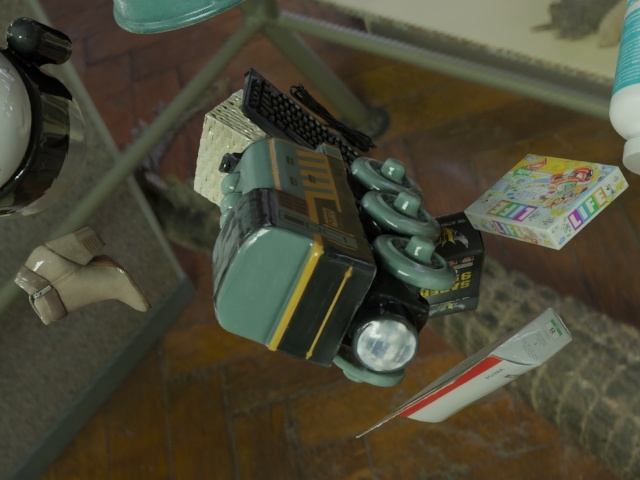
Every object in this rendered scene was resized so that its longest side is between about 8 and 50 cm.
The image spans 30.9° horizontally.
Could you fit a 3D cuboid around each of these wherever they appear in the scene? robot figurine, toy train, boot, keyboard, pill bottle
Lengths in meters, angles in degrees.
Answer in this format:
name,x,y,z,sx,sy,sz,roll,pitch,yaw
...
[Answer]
name,x,y,z,sx,sy,sz,roll,pitch,yaw
robot figurine,-0.342,-0.111,1.163,0.173,0.278,0.209,-1,88,8
toy train,0.000,0.000,1.022,0.190,0.142,0.334,22,21,-14
boot,-0.219,0.045,1.053,0.087,0.118,0.042,-42,28,-15
keyboard,0.009,-0.157,1.765,0.033,0.317,0.202,-41,27,25
pill bottle,0.459,-0.217,1.507,0.146,0.146,0.264,6,72,24

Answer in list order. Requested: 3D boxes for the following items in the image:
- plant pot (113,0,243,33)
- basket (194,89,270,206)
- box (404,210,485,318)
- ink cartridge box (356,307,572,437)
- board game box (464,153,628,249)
name,x,y,z,sx,sy,sz,roll,pitch,yaw
plant pot,-0.242,-0.556,1.787,0.341,0.334,0.341,-18,35,13
basket,-0.131,-0.139,1.873,0.113,0.167,0.103,31,39,21
box,0.071,0.048,1.347,0.231,0.183,0.056,-11,65,-1
ink cartridge box,0.171,0.173,1.355,0.224,0.181,0.056,-29,82,-47
board game box,0.232,-0.043,1.204,0.103,0.026,0.154,-41,23,-14
